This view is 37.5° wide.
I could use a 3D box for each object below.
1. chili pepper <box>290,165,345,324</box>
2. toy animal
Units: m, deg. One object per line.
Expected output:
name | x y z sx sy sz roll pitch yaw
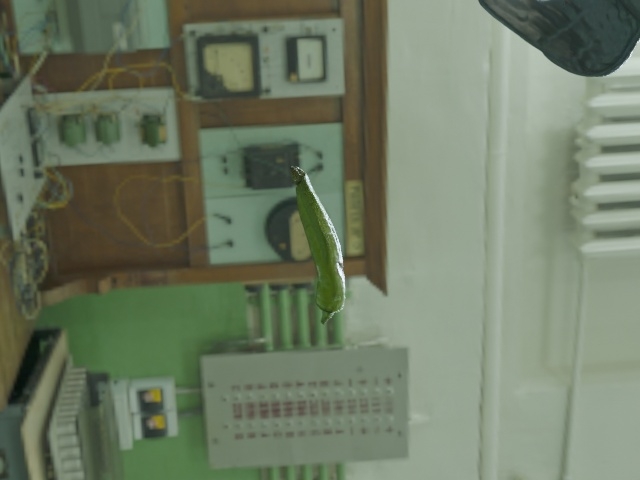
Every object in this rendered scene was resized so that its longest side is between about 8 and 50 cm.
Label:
chili pepper | 0.001 0.000 1.183 0.049 0.043 0.208 107 -28 -82
toy animal | 0.254 -0.217 0.764 0.176 0.239 0.256 16 47 -54
